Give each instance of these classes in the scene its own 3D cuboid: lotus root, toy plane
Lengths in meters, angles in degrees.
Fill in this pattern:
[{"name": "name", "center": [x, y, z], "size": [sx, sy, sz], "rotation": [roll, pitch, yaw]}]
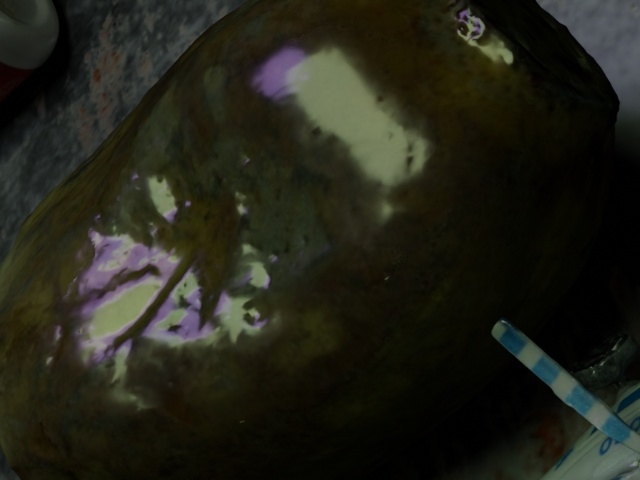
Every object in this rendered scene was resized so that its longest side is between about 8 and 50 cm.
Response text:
[{"name": "lotus root", "center": [0.000, 0.000, 0.834], "size": [0.346, 0.250, 0.250], "rotation": [-41, 46, 31]}, {"name": "toy plane", "center": [0.134, 0.124, 0.771], "size": [0.182, 0.107, 0.273], "rotation": [37, 122, 6]}]

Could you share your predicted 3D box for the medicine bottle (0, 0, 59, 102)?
[{"name": "medicine bottle", "center": [-0.339, -0.134, 1.310], "size": [0.250, 0.131, 0.131], "rotation": [-38, 47, 23]}]
